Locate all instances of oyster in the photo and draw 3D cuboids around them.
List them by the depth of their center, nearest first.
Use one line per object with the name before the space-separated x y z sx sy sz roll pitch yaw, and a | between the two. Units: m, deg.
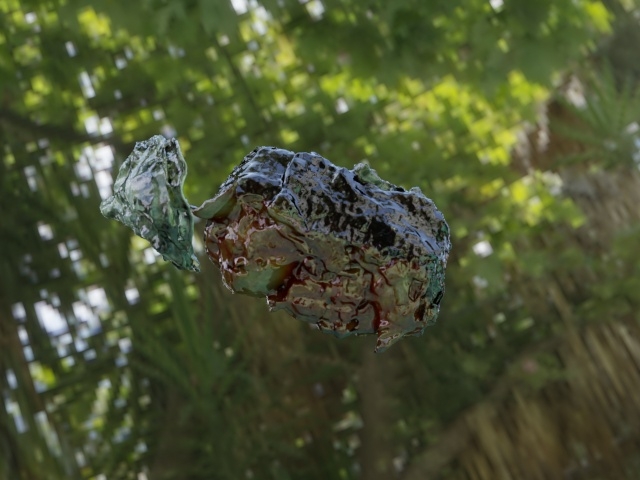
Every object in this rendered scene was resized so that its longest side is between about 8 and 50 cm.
oyster | -0.168 -0.050 1.854 0.087 0.252 0.199 -18 -49 -16

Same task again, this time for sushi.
sushi | 0.000 0.000 2.268 0.343 0.182 0.196 19 -62 2
